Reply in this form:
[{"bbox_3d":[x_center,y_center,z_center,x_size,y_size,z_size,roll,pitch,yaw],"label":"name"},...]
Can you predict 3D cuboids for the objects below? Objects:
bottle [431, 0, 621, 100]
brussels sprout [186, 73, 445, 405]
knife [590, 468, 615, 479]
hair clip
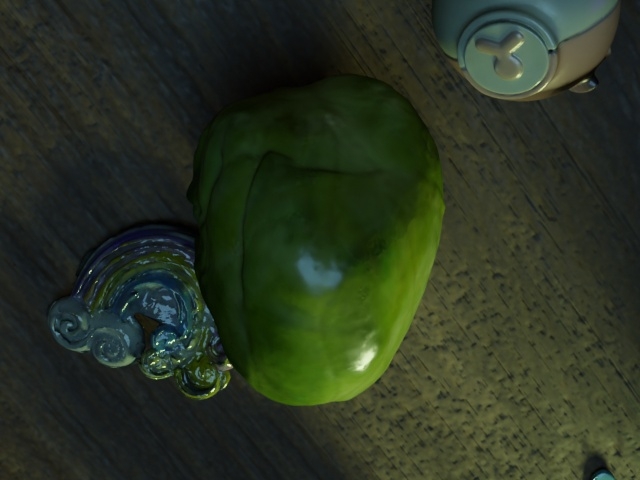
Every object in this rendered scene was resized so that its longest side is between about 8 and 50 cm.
[{"bbox_3d":[0.106,-0.191,0.864,0.147,0.147,0.237,-19,115,7],"label":"bottle"},{"bbox_3d":[0.000,0.000,0.910,0.161,0.223,0.223,-6,114,7],"label":"brussels sprout"},{"bbox_3d":[0.213,0.219,1.124,0.027,0.010,0.096,5,112,-2],"label":"knife"},{"bbox_3d":[-0.105,0.047,1.027,0.172,0.049,0.116,19,99,0],"label":"hair clip"}]
